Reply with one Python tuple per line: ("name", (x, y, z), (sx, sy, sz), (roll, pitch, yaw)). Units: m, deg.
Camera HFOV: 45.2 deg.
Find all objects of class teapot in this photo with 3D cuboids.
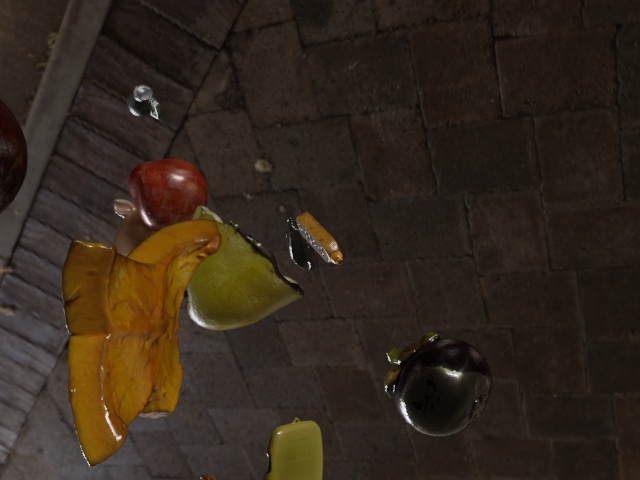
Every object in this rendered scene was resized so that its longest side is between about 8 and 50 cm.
("teapot", (-0.396, -0.314, 1.742), (0.088, 0.066, 0.057), (40, 152, 6))

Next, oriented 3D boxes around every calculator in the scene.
("calculator", (-0.055, 0.497, 1.646), (0.033, 0.157, 0.237), (5, 94, 50))

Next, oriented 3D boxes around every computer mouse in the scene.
("computer mouse", (-0.062, 0.011, 2.015), (0.057, 0.099, 0.172), (-17, 121, 9))

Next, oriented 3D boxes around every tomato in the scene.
("tomato", (-0.355, -0.118, 1.788), (0.187, 0.187, 0.151), (5, 157, 11))

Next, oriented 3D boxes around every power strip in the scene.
("power strip", (0.000, 0.000, 1.510), (0.028, 0.178, 0.049), (-26, 128, -15))

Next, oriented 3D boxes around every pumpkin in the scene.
("pumpkin", (-0.217, 0.107, 0.949), (0.095, 0.290, 0.259), (1, 94, 17))

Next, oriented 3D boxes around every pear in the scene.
("pear", (-0.170, 0.074, 1.376), (0.267, 0.267, 0.178), (40, 85, -15))

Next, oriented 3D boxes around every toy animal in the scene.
("toy animal", (-0.446, 0.033, 1.924), (0.153, 0.250, 0.166), (-5, 148, -7))

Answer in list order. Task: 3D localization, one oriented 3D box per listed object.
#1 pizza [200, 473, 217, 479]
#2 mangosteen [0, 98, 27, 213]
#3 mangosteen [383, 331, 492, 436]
("pizza", (-0.260, 0.616, 1.756), (0.069, 0.194, 0.154), (0, 127, -16))
("mangosteen", (-0.551, -0.131, 1.070), (0.261, 0.235, 0.236), (33, 129, 12))
("mangosteen", (0.299, 0.372, 2.047), (0.302, 0.275, 0.275), (31, 136, 35))
